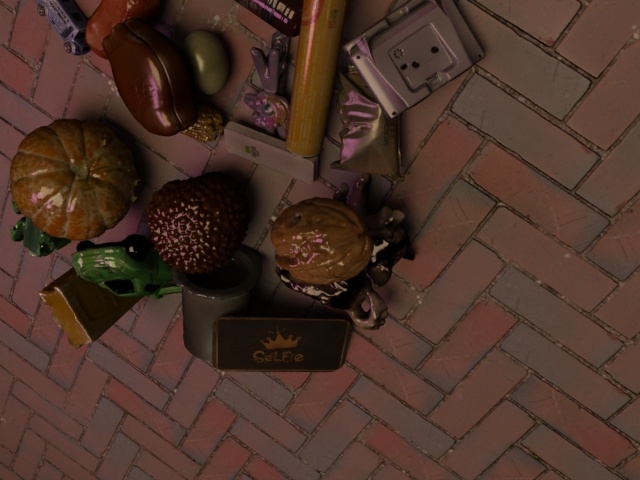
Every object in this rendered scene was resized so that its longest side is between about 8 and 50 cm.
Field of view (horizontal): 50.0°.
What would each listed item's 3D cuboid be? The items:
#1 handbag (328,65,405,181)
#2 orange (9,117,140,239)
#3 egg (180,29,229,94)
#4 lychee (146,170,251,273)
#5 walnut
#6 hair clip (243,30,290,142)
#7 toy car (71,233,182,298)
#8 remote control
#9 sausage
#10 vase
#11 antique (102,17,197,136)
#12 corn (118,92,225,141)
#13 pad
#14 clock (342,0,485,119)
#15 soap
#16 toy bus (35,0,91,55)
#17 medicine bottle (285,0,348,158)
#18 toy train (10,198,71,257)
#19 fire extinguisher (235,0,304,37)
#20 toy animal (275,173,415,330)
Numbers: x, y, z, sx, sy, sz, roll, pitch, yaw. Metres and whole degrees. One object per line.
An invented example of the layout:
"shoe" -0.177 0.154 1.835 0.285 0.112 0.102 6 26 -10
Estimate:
"handbag" 0.104 -0.269 1.561 0.183 0.117 0.270 4 111 15
"orange" -0.649 -0.165 1.820 0.329 0.329 0.249 55 153 -10
"egg" -0.276 -0.427 1.645 0.114 0.114 0.152 0 114 24
"lychee" -0.306 -0.044 1.761 0.268 0.267 0.267 10 119 19
"walnut" 0.000 0.000 1.509 0.245 0.198 0.198 -5 114 42
"hair clip" -0.121 -0.353 1.632 0.137 0.090 0.278 16 120 23
"toy car" -0.510 0.078 1.917 0.214 0.359 0.176 -7 85 22
"remote control" -0.124 -0.218 1.713 0.250 0.034 0.103 21 150 12
"sausage" -0.477 -0.541 1.668 0.133 0.133 0.258 48 127 -5
"vase" -0.289 0.176 1.912 0.245 0.245 0.291 20 131 13
"antique" -0.389 -0.378 1.605 0.278 0.129 0.223 58 146 -5
"corn" -0.382 -0.339 1.753 0.320 0.097 0.097 27 123 12
"pad" -0.111 0.332 1.887 0.376 0.063 0.314 2 135 -6
"clock" 0.196 -0.394 1.422 0.253 0.083 0.186 -34 100 4
"soap" -0.637 0.148 1.980 0.091 0.315 0.199 -16 107 28
"toy bus" -0.649 -0.561 1.764 0.076 0.073 0.167 -30 100 30
"medicine bottle" -0.010 -0.373 1.491 0.108 0.108 0.426 22 133 12
"toy train" -0.795 -0.072 2.010 0.132 0.188 0.243 28 122 10
"fire extinguisher" -0.115 -0.540 1.519 0.337 0.114 0.135 35 139 5
"toy animal" 0.106 0.044 1.683 0.303 0.194 0.344 44 127 5
